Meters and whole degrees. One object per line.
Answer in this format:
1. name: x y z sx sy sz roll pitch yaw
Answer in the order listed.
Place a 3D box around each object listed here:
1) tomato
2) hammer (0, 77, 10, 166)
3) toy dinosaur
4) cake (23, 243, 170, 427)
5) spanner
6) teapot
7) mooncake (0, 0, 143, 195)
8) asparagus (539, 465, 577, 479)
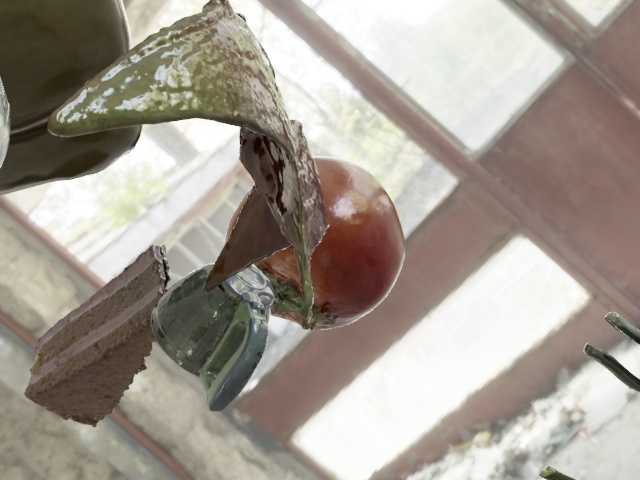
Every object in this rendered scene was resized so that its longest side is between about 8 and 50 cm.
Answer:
1. tomato: 0.000 0.000 1.785 0.321 0.321 0.321 -49 3 3
2. hammer: -0.257 -0.183 0.528 0.119 0.335 0.206 -14 -4 -16
3. toy dinosaur: -0.061 -0.038 0.581 0.113 0.206 0.327 -18 12 2
4. cake: -0.266 0.118 1.202 0.295 0.113 0.115 -45 42 37
5. spanner: 0.576 0.234 1.659 0.095 0.325 0.040 -56 19 1
6. teapot: -0.101 0.076 0.963 0.108 0.111 0.149 -51 6 25
7. mooncake: -0.379 -0.279 1.082 0.262 0.467 0.467 -19 -5 -15
8. asparagus: 0.372 0.365 1.495 0.021 0.108 0.025 -62 28 -2
